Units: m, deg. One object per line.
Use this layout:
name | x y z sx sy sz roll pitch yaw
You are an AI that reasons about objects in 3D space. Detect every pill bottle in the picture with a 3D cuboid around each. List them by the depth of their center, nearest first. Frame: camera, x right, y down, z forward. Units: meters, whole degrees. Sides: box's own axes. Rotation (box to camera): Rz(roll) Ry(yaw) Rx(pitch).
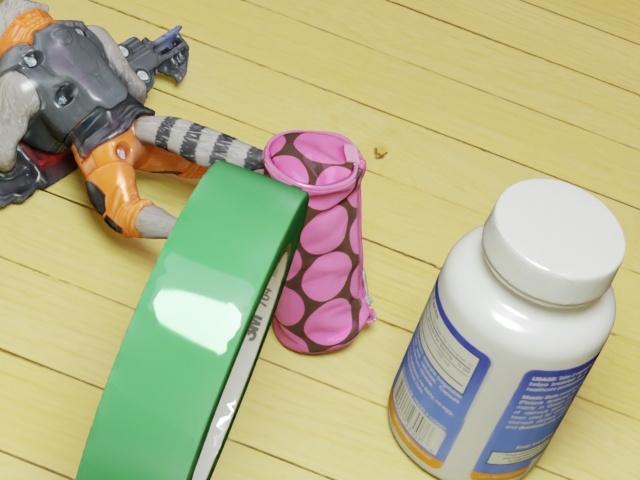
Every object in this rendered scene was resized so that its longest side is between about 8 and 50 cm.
pill bottle | 0.162 0.079 1.343 0.152 0.272 0.152 10 45 -10

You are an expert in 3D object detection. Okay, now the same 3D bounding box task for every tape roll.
tape roll | -0.099 0.100 1.201 0.077 0.321 0.321 22 44 3

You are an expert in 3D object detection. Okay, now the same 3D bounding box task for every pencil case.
pencil case | 0.000 0.000 1.413 0.098 0.209 0.095 0 41 3

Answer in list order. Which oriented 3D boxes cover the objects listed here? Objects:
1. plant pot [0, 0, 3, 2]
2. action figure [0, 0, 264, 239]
plant pot | -0.360 -0.307 1.668 0.134 0.134 0.095 10 69 -9
action figure | -0.182 -0.137 1.518 0.330 0.178 0.341 36 48 4
